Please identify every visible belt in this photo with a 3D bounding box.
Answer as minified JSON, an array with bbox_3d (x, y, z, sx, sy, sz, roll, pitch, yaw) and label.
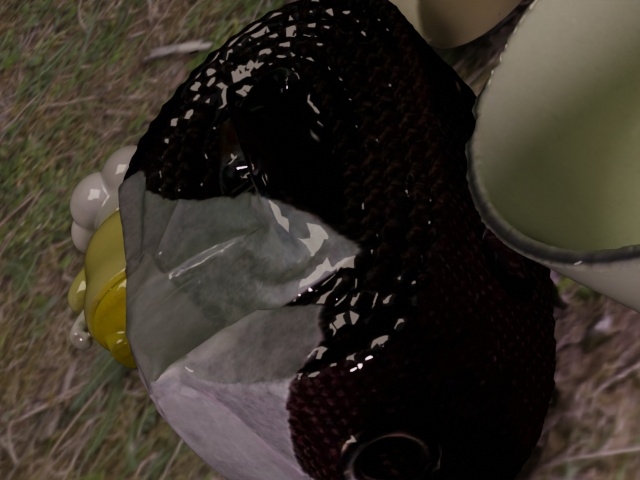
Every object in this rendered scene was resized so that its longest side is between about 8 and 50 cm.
[{"bbox_3d":[0.000,0.000,0.870,0.184,0.164,0.289,-30,36,13],"label":"belt"}]

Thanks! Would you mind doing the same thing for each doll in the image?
[{"bbox_3d":[-0.105,0.005,1.082,0.106,0.062,0.162,-35,35,13],"label":"doll"}]

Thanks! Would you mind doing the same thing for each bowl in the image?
[{"bbox_3d":[0.176,-0.049,0.759,0.211,0.112,0.211,-32,35,26],"label":"bowl"}]

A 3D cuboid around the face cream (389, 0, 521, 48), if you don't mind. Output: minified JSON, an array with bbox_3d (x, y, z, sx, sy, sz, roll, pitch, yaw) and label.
[{"bbox_3d":[0.038,-0.225,1.131,0.173,0.081,0.348,-50,33,-3],"label":"face cream"}]
